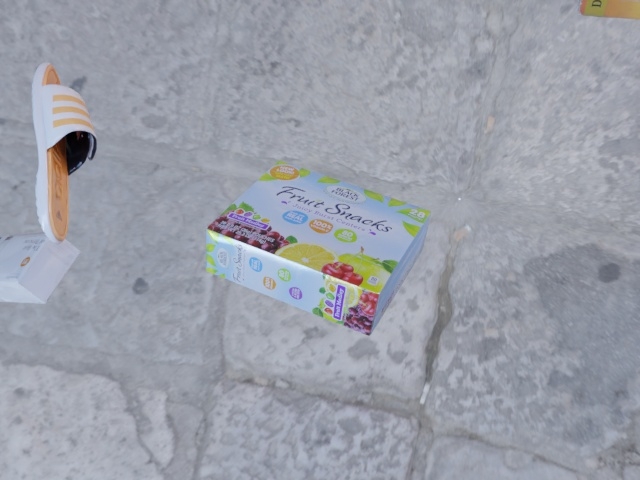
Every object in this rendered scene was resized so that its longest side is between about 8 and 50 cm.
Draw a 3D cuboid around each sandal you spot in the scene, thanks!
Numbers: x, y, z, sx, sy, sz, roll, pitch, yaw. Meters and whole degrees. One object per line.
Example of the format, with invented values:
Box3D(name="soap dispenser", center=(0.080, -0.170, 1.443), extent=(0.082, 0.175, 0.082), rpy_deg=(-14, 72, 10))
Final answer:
Box3D(name="sandal", center=(-0.350, -0.123, 1.044), extent=(0.076, 0.102, 0.265), rpy_deg=(-8, 74, -2))

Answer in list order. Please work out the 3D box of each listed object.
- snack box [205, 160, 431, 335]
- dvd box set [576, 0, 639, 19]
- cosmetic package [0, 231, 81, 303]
Box3D(name="snack box", center=(0.000, 0.000, 0.858), extent=(0.207, 0.174, 0.070), rpy_deg=(21, 129, 16))
Box3D(name="dvd box set", center=(0.375, -0.232, 0.379), extent=(0.421, 0.307, 0.062), rpy_deg=(8, 59, 13))
Box3D(name="cosmetic package", center=(-0.484, 0.042, 1.168), extent=(0.239, 0.060, 0.098), rpy_deg=(-3, 52, 42))
